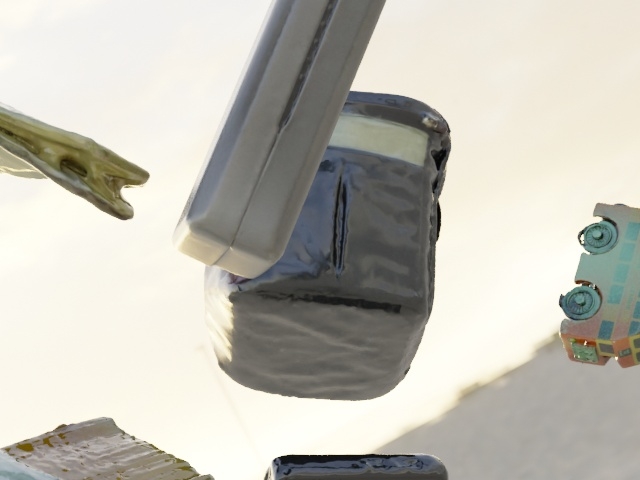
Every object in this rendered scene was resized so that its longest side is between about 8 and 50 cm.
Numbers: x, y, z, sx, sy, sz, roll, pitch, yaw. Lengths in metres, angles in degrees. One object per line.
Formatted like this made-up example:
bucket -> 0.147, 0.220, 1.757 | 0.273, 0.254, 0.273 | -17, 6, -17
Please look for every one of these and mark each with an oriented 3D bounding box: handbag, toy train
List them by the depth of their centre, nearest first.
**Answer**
handbag -> 0.000, 0.000, 1.349 | 0.181, 0.181, 0.254 | 6, -22, 0
toy train -> 0.313, 0.043, 1.943 | 0.099, 0.188, 0.072 | 7, -28, 26

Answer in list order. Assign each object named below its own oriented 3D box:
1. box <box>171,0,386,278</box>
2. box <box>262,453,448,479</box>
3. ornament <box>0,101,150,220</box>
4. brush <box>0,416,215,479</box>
box -> -0.007, -0.101, 0.983 | 0.103, 0.055, 0.243 | 140, 152, -77
box -> 0.019, 0.190, 1.230 | 0.125, 0.027, 0.126 | 1, -49, -12
ornament -> -0.240, -0.081, 1.420 | 0.180, 0.201, 0.059 | 30, -97, -45
brush -> -0.177, 0.113, 0.616 | 0.337, 0.085, 0.020 | -12, -64, -46
